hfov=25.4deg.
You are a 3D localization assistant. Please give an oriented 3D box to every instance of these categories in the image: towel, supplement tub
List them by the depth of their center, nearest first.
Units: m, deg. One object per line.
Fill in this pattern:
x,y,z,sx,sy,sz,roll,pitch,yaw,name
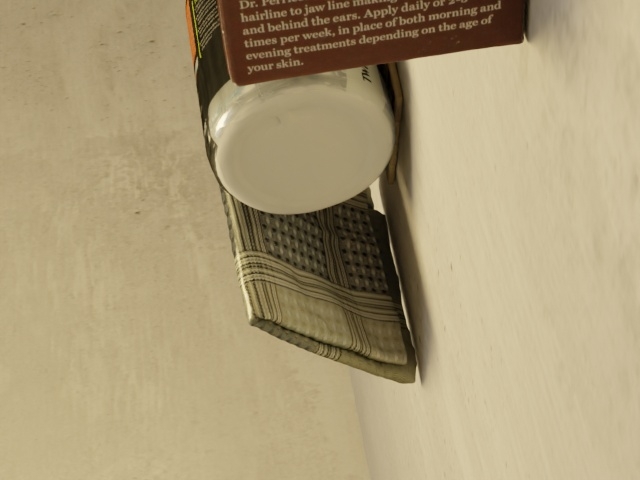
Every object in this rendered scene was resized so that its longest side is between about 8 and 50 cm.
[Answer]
-0.042,-0.212,1.602,0.207,0.207,0.338,85,175,-49,supplement tub
0.000,0.000,1.714,0.324,0.056,0.312,25,-137,-48,towel

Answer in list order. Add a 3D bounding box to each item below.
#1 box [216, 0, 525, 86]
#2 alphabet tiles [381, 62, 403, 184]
0.012,-0.279,0.775,0.381,0.191,0.143,85,175,-49,box
0.061,-0.237,1.660,0.342,0.011,0.285,89,172,-68,alphabet tiles
